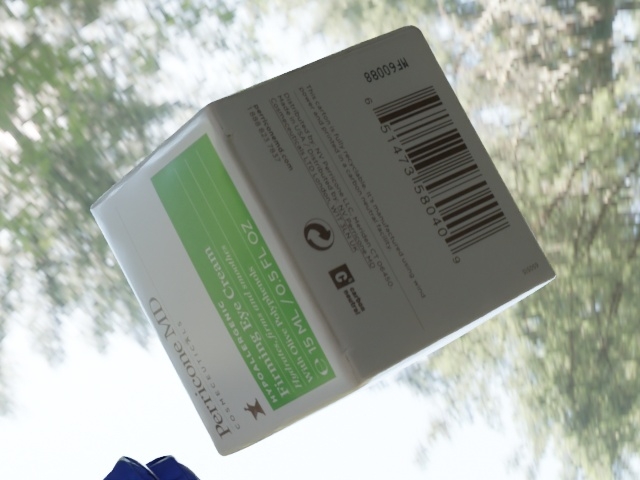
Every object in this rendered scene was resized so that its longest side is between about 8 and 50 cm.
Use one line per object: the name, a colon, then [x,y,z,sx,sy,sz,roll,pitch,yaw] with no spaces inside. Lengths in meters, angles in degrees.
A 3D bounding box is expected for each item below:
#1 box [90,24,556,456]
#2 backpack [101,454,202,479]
box: [0.000,0.000,0.576,0.102,0.087,0.101,-25,-96,-39]
backpack: [-0.059,0.158,0.736,0.098,0.101,0.120,-50,-130,-7]
